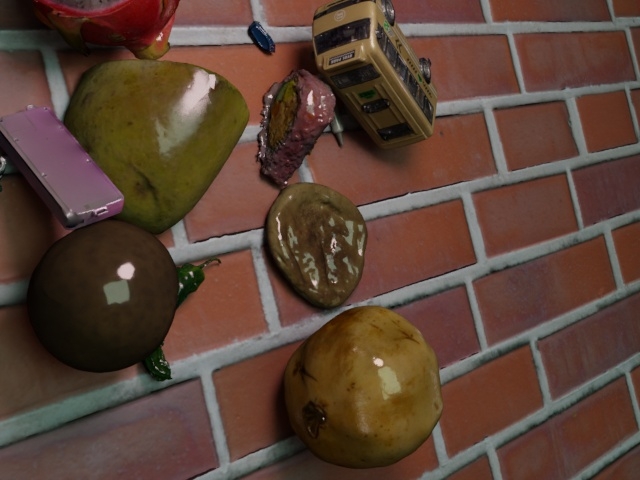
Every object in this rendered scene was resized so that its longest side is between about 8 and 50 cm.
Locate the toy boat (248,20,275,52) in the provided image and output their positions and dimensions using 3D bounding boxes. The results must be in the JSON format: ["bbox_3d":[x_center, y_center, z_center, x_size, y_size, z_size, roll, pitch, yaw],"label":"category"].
[{"bbox_3d":[-0.128,-0.454,1.705,0.083,0.038,0.038,51,56,-18],"label":"toy boat"}]

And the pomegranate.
[{"bbox_3d":[0.090,0.300,1.555,0.332,0.332,0.333,8,77,-36],"label":"pomegranate"}]

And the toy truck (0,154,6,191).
[{"bbox_3d":[-0.597,-0.169,1.244,0.116,0.110,0.216,-19,94,-27],"label":"toy truck"}]

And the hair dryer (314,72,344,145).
[{"bbox_3d":[0.039,-0.315,1.808,0.155,0.044,0.183,-36,109,-35],"label":"hair dryer"}]

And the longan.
[{"bbox_3d":[-0.361,0.093,1.286,0.258,0.258,0.258,8,77,-36],"label":"longan"}]

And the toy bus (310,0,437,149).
[{"bbox_3d":[0.129,-0.377,1.723,0.365,0.176,0.202,43,44,-47],"label":"toy bus"}]

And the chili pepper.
[{"bbox_3d":[-0.281,0.124,1.459,0.122,0.065,0.279,43,60,-34],"label":"chili pepper"}]

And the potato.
[{"bbox_3d":[-0.295,-0.168,1.409,0.330,0.212,0.280,24,67,-31],"label":"potato"}]

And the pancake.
[{"bbox_3d":[0.000,0.000,1.707,0.294,0.049,0.295,9,75,-37],"label":"pancake"}]

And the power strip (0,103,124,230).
[{"bbox_3d":[-0.451,-0.128,1.303,0.109,0.037,0.279,-26,64,-38],"label":"power strip"}]

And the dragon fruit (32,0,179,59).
[{"bbox_3d":[-0.369,-0.465,1.390,0.305,0.226,0.306,-2,73,6],"label":"dragon fruit"}]

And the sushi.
[{"bbox_3d":[-0.047,-0.250,1.645,0.107,0.161,0.241,19,69,-35],"label":"sushi"}]
